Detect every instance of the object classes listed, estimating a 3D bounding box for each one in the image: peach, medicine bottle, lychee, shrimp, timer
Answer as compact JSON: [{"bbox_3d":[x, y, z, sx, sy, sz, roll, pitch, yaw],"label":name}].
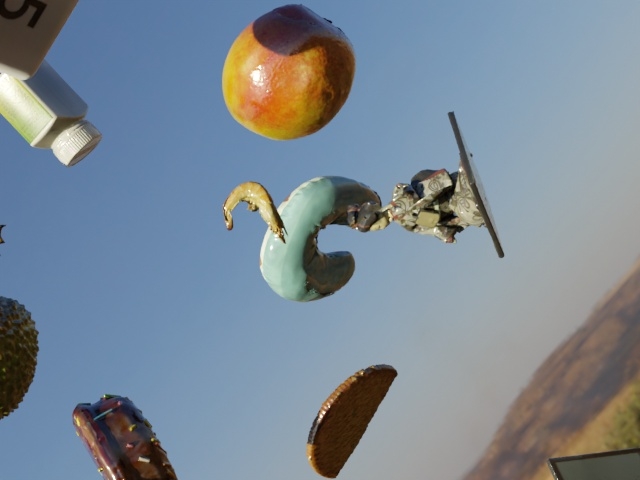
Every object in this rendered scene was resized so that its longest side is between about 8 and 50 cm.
[{"bbox_3d":[-0.050,-0.279,1.886,0.231,0.231,0.231,-45,-13,-14],"label":"peach"},{"bbox_3d":[-0.486,-0.228,2.022,0.088,0.188,0.132,-43,0,22],"label":"medicine bottle"},{"bbox_3d":[-0.732,0.228,2.397,0.270,0.269,0.320,62,-144,-76],"label":"lychee"},{"bbox_3d":[-0.100,-0.031,1.690,0.083,0.114,0.023,-34,16,-1],"label":"shrimp"},{"bbox_3d":[-0.445,-0.351,1.455,0.194,0.192,0.195,-55,-33,11],"label":"timer"}]

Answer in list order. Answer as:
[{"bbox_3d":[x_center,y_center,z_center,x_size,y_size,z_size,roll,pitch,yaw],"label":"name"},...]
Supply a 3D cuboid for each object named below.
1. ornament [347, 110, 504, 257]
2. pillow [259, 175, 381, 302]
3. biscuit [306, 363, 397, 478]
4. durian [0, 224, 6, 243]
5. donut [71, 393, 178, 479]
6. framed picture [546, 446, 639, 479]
[{"bbox_3d":[0.131,-0.042,1.549,0.196,0.153,0.166,-19,-48,12],"label":"ornament"},{"bbox_3d":[0.000,0.000,1.916,0.214,0.086,0.233,10,-74,-39],"label":"pillow"},{"bbox_3d":[0.035,0.274,1.742,0.126,0.025,0.206,23,-81,-49],"label":"biscuit"},{"bbox_3d":[-0.656,-0.014,1.877,0.249,0.183,0.138,-5,-17,4],"label":"durian"},{"bbox_3d":[-0.271,0.320,1.620,0.096,0.216,0.230,-30,-43,-15],"label":"donut"},{"bbox_3d":[0.536,0.443,1.808,0.323,0.244,0.013,1,-40,-31],"label":"framed picture"}]
